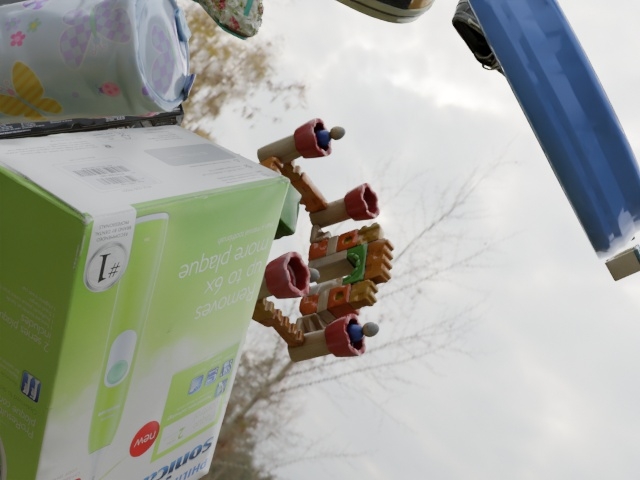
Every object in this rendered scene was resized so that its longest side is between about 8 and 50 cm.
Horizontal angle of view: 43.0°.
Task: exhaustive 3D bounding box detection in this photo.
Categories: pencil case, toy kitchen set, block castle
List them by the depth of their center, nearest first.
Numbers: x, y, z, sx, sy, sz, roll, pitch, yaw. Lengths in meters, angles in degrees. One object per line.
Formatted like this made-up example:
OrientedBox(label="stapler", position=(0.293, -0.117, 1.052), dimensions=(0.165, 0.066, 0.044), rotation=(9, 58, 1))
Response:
OrientedBox(label="pencil case", position=(-0.260, -0.175, 0.768), dimensions=(0.273, 0.124, 0.113), rotation=(-2, -35, 14))
OrientedBox(label="toy kitchen set", position=(0.582, -0.044, 1.581), dimensions=(0.207, 0.122, 0.166), rotation=(63, 21, 7))
OrientedBox(label="block castle", position=(0.000, 0.000, 1.665), dimensions=(0.213, 0.453, 0.303), rotation=(-18, -47, 27))

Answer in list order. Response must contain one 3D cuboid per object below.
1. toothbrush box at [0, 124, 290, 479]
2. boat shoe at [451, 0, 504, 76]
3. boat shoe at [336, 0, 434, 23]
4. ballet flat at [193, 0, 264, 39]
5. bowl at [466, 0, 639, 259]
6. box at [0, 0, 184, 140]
OrientedBox(label="toothbrush box", position=(-0.158, 0.072, 0.597), dimensions=(0.122, 0.206, 0.283), rotation=(28, -67, 25))
OrientedBox(label="boat shoe", position=(0.312, -0.349, 1.490), dimensions=(0.219, 0.070, 0.078), rotation=(39, -26, -29))
OrientedBox(label="boat shoe", position=(-0.053, -0.465, 1.121), dimensions=(0.500, 0.187, 0.156), rotation=(21, -38, -4))
OrientedBox(label="ballet flat", position=(-0.130, -0.346, 1.139), dimensions=(0.091, 0.077, 0.241), rotation=(14, 20, -34))
OrientedBox(label="bowl", position=(0.263, -0.168, 0.926), dimensions=(0.391, 0.077, 0.391), rotation=(55, 18, -27))
OrientedBox(label="box", position=(-0.372, -0.251, 1.145), dimensions=(0.076, 0.307, 0.242), rotation=(-42, -117, 64))
